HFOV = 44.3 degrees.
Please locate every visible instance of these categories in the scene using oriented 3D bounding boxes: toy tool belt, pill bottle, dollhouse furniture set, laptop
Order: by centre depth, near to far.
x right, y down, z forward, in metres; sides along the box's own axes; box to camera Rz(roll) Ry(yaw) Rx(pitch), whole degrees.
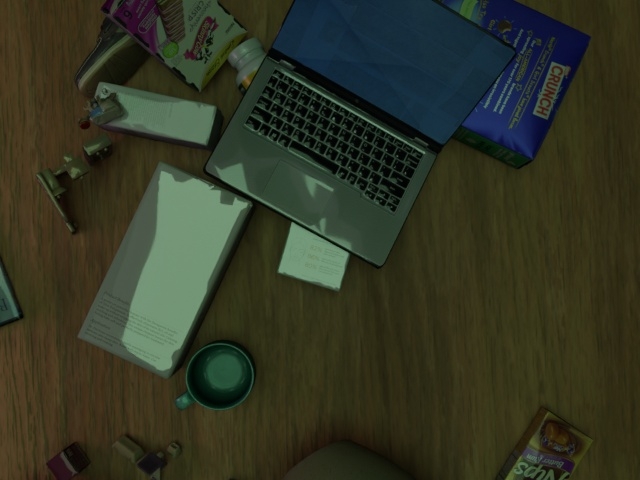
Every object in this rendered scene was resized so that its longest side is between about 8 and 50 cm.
[{"bbox_3d":[0.061,-0.224,1.390,0.382,0.236,0.408,29,78,-7],"label":"laptop"},{"bbox_3d":[-0.412,-0.242,1.458,0.083,0.052,0.051,-25,58,-3],"label":"toy tool belt"},{"bbox_3d":[-0.452,-0.107,1.530,0.151,0.144,0.123,-32,94,-15],"label":"dollhouse furniture set"},{"bbox_3d":[-0.101,-0.300,1.542,0.103,0.103,0.184,-34,89,-1],"label":"pill bottle"},{"bbox_3d":[-0.351,0.432,1.573,0.114,0.091,0.081,29,131,22],"label":"dollhouse furniture set"}]

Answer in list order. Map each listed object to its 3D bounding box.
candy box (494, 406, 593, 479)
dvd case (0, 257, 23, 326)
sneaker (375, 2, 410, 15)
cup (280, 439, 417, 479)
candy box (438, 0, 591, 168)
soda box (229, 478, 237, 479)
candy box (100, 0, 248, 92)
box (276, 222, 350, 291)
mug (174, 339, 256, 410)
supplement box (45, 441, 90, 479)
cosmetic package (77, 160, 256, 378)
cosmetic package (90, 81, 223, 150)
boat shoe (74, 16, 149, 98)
[{"bbox_3d":[0.439,0.439,1.554,0.109,0.053,0.187,32,90,0],"label":"candy box"},{"bbox_3d":[-0.724,0.071,1.572,0.180,0.022,0.253,-22,89,-1],"label":"dvd case"},{"bbox_3d":[0.090,-0.450,1.463,0.282,0.161,0.102,20,87,41],"label":"sneaker"},{"bbox_3d":[0.050,0.513,1.447,0.331,0.331,0.237,-36,62,-1],"label":"cup"},{"bbox_3d":[0.317,-0.330,1.536,0.317,0.122,0.268,26,88,2],"label":"candy box"},{"bbox_3d":[-0.172,0.584,1.540,0.071,0.067,0.210,13,89,0],"label":"soda box"},{"bbox_3d":[-0.273,-0.417,1.495,0.159,0.071,0.233,-52,131,0],"label":"candy box"},{"bbox_3d":[0.000,0.000,1.542,0.130,0.091,0.170,17,89,1],"label":"box"},{"bbox_3d":[-0.204,0.259,1.532,0.157,0.097,0.129,-2,89,0],"label":"mug"},{"bbox_3d":[-0.491,0.434,1.534,0.043,0.083,0.055,-35,88,-1],"label":"supplement box"},{"bbox_3d":[-0.286,0.054,1.508,0.197,0.155,0.366,26,88,0],"label":"cosmetic package"},{"bbox_3d":[-0.314,-0.238,1.535,0.231,0.117,0.085,13,90,1],"label":"cosmetic package"},{"bbox_3d":[-0.386,-0.405,1.550,0.092,0.103,0.285,41,89,13],"label":"boat shoe"}]
